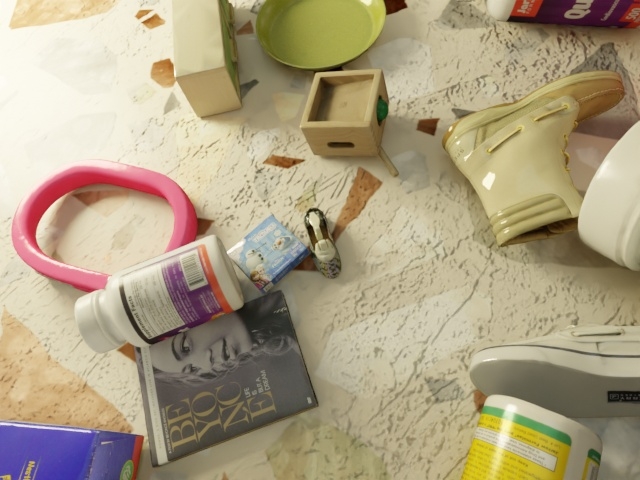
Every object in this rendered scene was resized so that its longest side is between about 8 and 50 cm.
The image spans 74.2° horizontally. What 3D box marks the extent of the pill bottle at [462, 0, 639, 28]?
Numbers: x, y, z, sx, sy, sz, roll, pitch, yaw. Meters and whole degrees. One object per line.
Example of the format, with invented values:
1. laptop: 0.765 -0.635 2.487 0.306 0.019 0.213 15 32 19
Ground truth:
1. pill bottle: 0.395 -0.448 0.680 0.322 0.182 0.182 8 68 11

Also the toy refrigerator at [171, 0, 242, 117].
1. toy refrigerator: -0.202 -0.367 0.765 0.094 0.102 0.270 -12 65 2

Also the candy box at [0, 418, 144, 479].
1. candy box: -0.393 0.346 0.473 0.316 0.122 0.269 1 66 9

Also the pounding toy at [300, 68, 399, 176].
1. pounding toy: 0.057 -0.183 0.667 0.141 0.100 0.130 5 67 21

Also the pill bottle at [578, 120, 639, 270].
1. pill bottle: 0.476 0.021 0.384 0.224 0.224 0.392 -34 41 -8

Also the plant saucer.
1. plant saucer: 0.001 -0.401 0.788 0.240 0.037 0.241 -2 66 5

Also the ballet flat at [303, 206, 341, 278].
1. ballet flat: 0.000 0.000 0.616 0.041 0.041 0.115 -18 66 -1

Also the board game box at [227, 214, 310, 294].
1. board game box: -0.077 0.018 0.621 0.090 0.020 0.090 -42 58 -11

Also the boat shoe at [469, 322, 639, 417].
1. boat shoe: 0.312 0.138 0.487 0.267 0.096 0.088 -9 29 24

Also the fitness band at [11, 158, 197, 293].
1. fitness band: -0.337 -0.025 0.662 0.290 0.054 0.209 14 69 11

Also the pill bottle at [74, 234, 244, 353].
1. pill bottle: -0.210 0.075 0.563 0.193 0.108 0.108 -22 66 -6

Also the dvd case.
1. dvd case: -0.132 0.178 0.568 0.221 0.018 0.165 -20 66 -1

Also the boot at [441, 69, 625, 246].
1. boot: 0.331 -0.113 0.592 0.261 0.095 0.204 -19 66 1

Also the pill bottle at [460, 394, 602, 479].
1. pill bottle: 0.198 0.279 0.429 0.117 0.118 0.209 21 71 15
